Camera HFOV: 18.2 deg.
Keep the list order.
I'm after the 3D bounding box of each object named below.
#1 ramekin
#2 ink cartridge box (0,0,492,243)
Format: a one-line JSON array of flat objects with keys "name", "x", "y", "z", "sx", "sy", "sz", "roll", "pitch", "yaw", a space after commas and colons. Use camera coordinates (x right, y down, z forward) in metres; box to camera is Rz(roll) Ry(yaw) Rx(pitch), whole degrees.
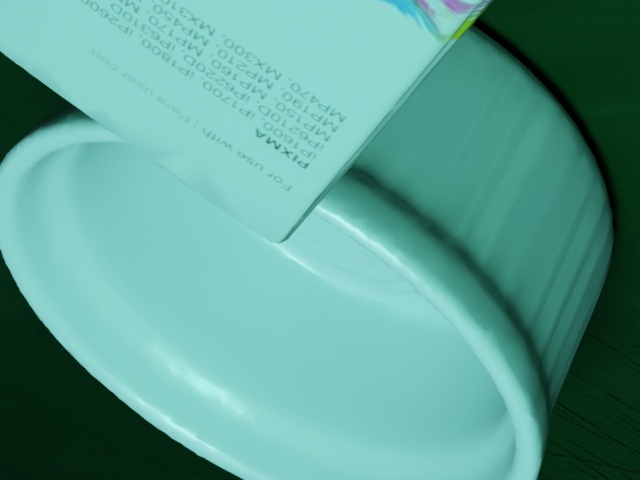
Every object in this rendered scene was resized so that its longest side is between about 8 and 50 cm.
[{"name": "ramekin", "x": 0.000, "y": 0.000, "z": 0.922, "sx": 0.277, "sy": 0.135, "sz": 0.277, "roll": 24, "pitch": 150, "yaw": 15}, {"name": "ink cartridge box", "x": 0.038, "y": -0.164, "z": 0.555, "sx": 0.131, "sy": 0.226, "sz": 0.306, "roll": 36, "pitch": 149, "yaw": -5}]
